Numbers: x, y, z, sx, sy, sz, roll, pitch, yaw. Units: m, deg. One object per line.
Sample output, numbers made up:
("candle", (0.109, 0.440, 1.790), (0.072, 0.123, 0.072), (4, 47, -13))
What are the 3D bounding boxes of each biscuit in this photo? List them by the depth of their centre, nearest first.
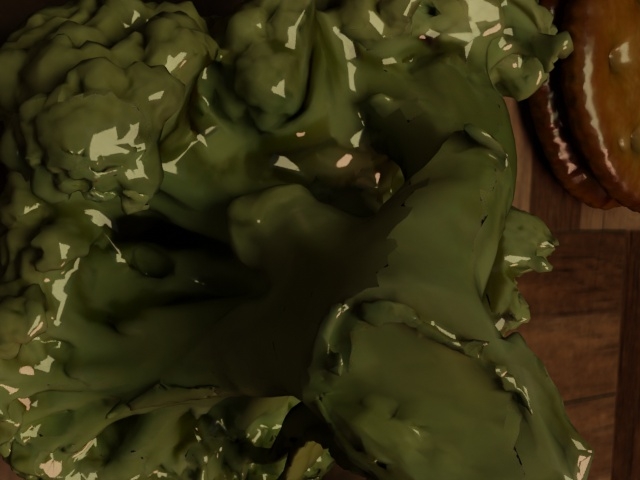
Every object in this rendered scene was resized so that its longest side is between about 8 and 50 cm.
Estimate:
("biscuit", (0.233, -0.127, 0.846), (0.220, 0.066, 0.220), (-5, 97, -44))

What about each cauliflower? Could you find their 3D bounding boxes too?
("cauliflower", (-0.017, -0.012, 0.483), (0.260, 0.281, 0.327), (42, 80, -4))
